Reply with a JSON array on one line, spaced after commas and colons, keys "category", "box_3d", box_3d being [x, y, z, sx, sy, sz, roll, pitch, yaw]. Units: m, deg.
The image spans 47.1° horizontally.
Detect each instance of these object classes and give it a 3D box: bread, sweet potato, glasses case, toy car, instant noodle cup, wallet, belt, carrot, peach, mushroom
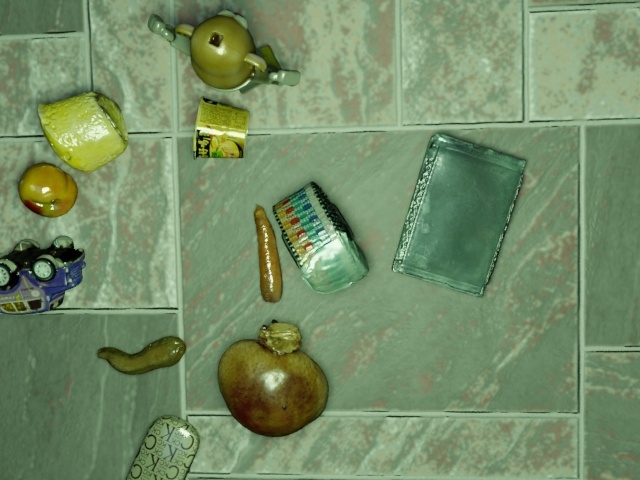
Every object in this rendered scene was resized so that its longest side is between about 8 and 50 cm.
[{"category": "bread", "box_3d": [-0.559, -0.263, 1.741, 0.171, 0.197, 0.197, -27, 91, 1]}, {"category": "sweet potato", "box_3d": [-0.442, 0.291, 1.834, 0.233, 0.062, 0.081, -11, 78, 9]}, {"category": "glasses case", "box_3d": [-0.417, 0.607, 1.838, 0.137, 0.085, 0.354, 24, 95, 2]}, {"category": "toy car", "box_3d": [-0.691, 0.093, 1.799, 0.235, 0.172, 0.157, -6, 110, 3]}, {"category": "instant noodle cup", "box_3d": [-0.233, -0.260, 1.741, 0.122, 0.151, 0.151, 7, 95, -7]}, {"category": "wallet", "box_3d": [0.325, -0.057, 1.735, 0.237, 0.075, 0.342, 17, 93, -2]}, {"category": "belt", "box_3d": [0.000, 0.000, 1.699, 0.150, 0.207, 0.257, -32, 74, 7]}, {"category": "carrot", "box_3d": [-0.130, 0.033, 1.790, 0.059, 0.059, 0.247, -7, 91, 6]}, {"category": "peach", "box_3d": [-0.667, -0.125, 1.786, 0.138, 0.138, 0.138, 0, 94, 5]}, {"category": "mushroom", "box_3d": [-0.114, 0.333, 1.739, 0.264, 0.195, 0.283, 3, 94, 11]}]

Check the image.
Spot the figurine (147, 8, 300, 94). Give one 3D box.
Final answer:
[{"category": "figurine", "box_3d": [-0.209, -0.419, 1.650, 0.343, 0.285, 0.167, 1, 96, 7]}]
